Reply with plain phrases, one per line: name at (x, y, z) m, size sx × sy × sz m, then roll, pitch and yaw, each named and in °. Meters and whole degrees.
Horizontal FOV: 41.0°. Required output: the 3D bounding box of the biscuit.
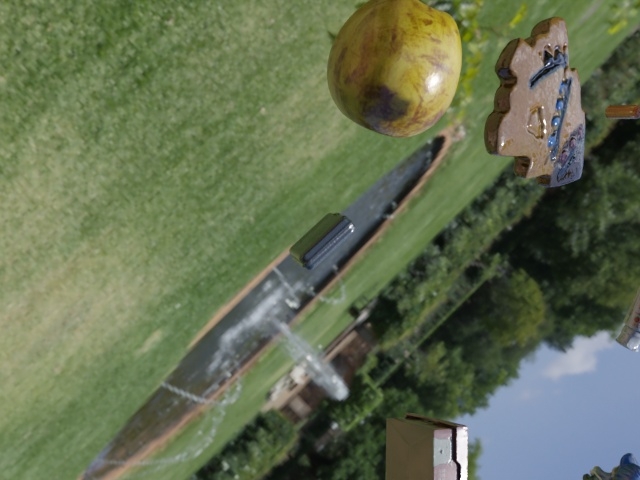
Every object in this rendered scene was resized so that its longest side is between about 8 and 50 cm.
biscuit at (0.365, -0.200, 1.366) m, size 0.043 × 0.301 × 0.278 m, roll 6°, pitch -118°, yaw 43°

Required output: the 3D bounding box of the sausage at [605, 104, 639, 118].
sausage at (0.643, -0.270, 1.795) m, size 0.031 × 0.031 × 0.107 m, roll -43°, pitch -162°, yaw -9°

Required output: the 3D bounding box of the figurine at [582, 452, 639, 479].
figurine at (0.634, 0.516, 1.842) m, size 0.149 × 0.086 × 0.087 m, roll -31°, pitch -168°, yaw 42°

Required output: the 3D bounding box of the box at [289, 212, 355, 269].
box at (0.000, 0.000, 2.101) m, size 0.160 × 0.050 × 0.230 m, roll -43°, pitch -172°, yaw -4°

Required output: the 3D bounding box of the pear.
pear at (0.144, -0.341, 1.667) m, size 0.280 × 0.281 × 0.281 m, roll -43°, pitch 173°, yaw -7°

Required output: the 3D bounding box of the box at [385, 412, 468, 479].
box at (0.227, 0.497, 1.873) m, size 0.086 × 0.215 × 0.215 m, roll 4°, pitch 175°, yaw -26°

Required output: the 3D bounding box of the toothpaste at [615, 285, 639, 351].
toothpaste at (0.682, 0.115, 1.756) m, size 0.057 × 0.089 × 0.234 m, roll -115°, pitch -133°, yaw -72°
